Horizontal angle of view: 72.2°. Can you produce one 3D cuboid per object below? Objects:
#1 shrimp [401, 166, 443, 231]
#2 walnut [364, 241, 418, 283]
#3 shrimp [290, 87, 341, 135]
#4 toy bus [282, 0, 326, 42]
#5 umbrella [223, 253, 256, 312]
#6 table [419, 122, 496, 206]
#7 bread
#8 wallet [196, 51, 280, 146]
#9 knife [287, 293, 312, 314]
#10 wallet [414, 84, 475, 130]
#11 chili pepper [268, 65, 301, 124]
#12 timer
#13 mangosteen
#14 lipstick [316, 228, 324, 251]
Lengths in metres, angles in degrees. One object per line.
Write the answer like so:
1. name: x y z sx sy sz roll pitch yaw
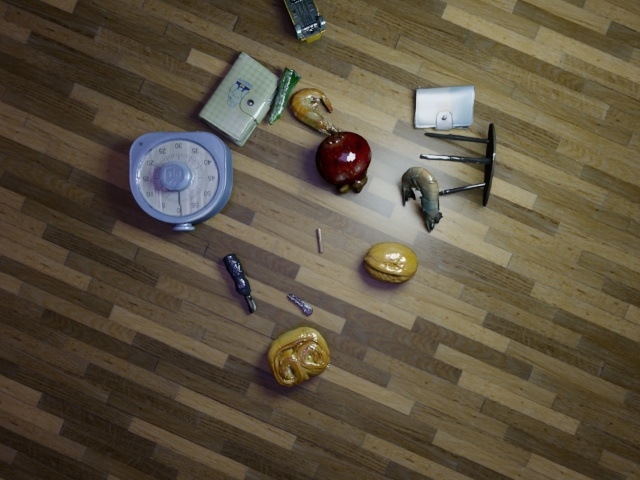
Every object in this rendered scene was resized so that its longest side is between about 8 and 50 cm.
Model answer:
1. shrimp: 0.374 -0.160 1.662 0.075 0.289 0.178 -43 48 -14
2. walnut: 0.266 0.086 1.662 0.206 0.159 0.159 11 89 -4
3. shrimp: -0.010 -0.499 1.718 0.150 0.068 0.249 -42 84 -5
4. toy bus: -0.090 -0.926 1.692 0.121 0.123 0.336 -23 89 -1
5. umbrella: -0.305 0.165 1.716 0.070 0.071 0.248 -28 93 0
6. table: 0.498 -0.291 1.616 0.248 0.317 0.318 4 89 15
7. bread: -0.085 0.439 1.677 0.236 0.120 0.198 -24 90 0
8. wallet: -0.312 -0.553 1.720 0.223 0.077 0.310 34 87 2
9. knife: -0.080 0.251 1.731 0.121 0.018 0.031 36 88 3
10. wallet: 0.480 -0.514 1.707 0.230 0.069 0.170 -1 107 4
11. chili pepper: -0.153 -0.555 1.710 0.059 0.088 0.227 24 89 35
12. timer: -0.526 -0.221 1.666 0.394 0.173 0.396 0 89 0
13. mangosteen: 0.096 -0.281 1.657 0.215 0.215 0.258 -25 124 0
14. lipstick: 0.000 0.000 1.731 0.018 0.019 0.094 -8 89 1
